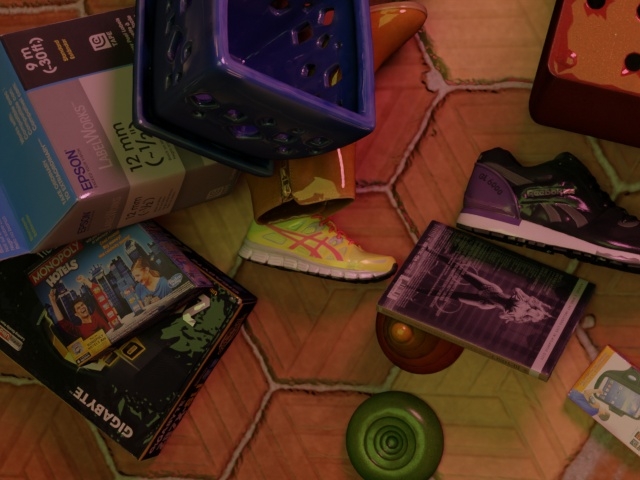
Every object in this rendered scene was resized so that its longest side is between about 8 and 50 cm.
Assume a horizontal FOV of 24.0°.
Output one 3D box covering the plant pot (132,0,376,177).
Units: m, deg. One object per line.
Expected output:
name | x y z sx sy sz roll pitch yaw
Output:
plant pot | -0.091 -0.215 1.746 0.212 0.236 0.236 -29 53 41

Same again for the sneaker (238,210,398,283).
sneaker | 0.000 0.000 1.897 0.208 0.081 0.094 12 87 15

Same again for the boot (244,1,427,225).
boot | 0.026 -0.148 1.853 0.295 0.104 0.211 -25 64 27

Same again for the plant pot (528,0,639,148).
plant pot | 0.377 -0.243 1.701 0.267 0.236 0.267 16 94 17

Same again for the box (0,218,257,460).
box | -0.281 0.091 1.984 0.322 0.079 0.257 36 98 14

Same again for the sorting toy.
sorting toy | 0.084 0.229 1.847 0.127 0.126 0.366 14 93 16

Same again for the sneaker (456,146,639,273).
sneaker | 0.309 -0.041 1.793 0.283 0.107 0.124 15 88 16

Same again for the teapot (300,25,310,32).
teapot | -0.052 -0.404 1.829 0.187 0.256 0.252 30 95 20

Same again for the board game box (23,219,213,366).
board game box | -0.268 0.028 1.909 0.194 0.060 0.194 -33 79 14

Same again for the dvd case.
dvd case | 0.201 0.069 1.809 0.221 0.164 0.018 22 138 16

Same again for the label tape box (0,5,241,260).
label tape box | -0.299 -0.138 1.846 0.249 0.347 0.115 62 149 19

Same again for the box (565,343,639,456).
box | 0.374 0.199 1.809 0.136 0.028 0.081 40 100 15
